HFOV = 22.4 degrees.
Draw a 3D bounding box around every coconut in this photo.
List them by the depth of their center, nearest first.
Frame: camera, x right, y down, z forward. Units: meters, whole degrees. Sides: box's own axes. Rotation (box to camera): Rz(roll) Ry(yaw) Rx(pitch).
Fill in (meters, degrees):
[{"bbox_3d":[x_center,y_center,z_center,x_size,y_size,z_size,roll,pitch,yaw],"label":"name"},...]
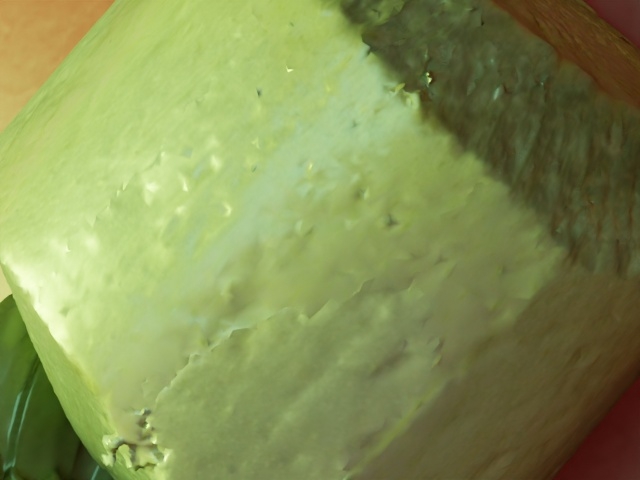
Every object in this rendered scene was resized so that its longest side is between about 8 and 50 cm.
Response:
[{"bbox_3d":[0.000,0.000,0.589,0.239,0.239,0.244,46,109,21],"label":"coconut"}]

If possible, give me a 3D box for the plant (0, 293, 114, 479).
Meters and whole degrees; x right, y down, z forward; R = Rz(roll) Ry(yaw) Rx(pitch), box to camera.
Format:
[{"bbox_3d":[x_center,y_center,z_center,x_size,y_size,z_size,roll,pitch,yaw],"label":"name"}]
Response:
[{"bbox_3d":[-0.162,0.167,0.642,0.297,0.261,0.305,-10,71,26],"label":"plant"}]
